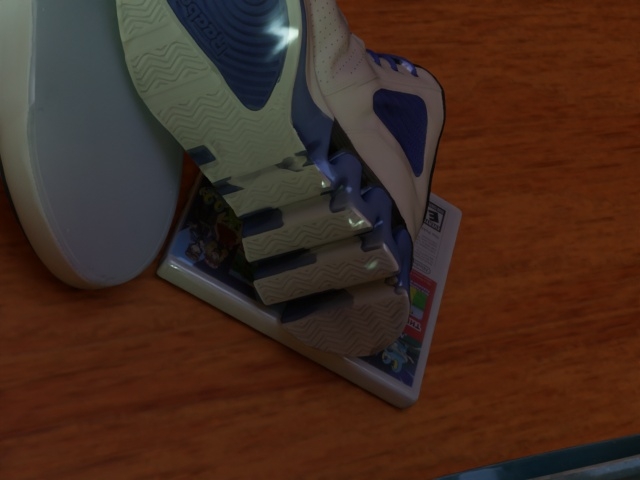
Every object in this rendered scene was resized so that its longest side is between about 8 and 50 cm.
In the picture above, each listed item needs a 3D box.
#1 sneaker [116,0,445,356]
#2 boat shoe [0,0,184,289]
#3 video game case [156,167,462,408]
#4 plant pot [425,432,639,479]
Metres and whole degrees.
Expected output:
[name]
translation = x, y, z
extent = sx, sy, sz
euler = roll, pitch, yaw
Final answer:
[sneaker]
translation = -0.010, -0.098, 0.889
extent = 0.315, 0.127, 0.182
euler = 67, 28, -23
[boat shoe]
translation = -0.201, -0.147, 0.854
extent = 0.136, 0.156, 0.367
euler = -23, 104, -45
[video game case]
translation = 0.000, 0.000, 0.959
extent = 0.201, 0.023, 0.183
euler = 30, 49, -14
[plant pot]
translation = 0.148, 0.249, 0.748
extent = 0.272, 0.272, 0.255
euler = -6, 79, -36
